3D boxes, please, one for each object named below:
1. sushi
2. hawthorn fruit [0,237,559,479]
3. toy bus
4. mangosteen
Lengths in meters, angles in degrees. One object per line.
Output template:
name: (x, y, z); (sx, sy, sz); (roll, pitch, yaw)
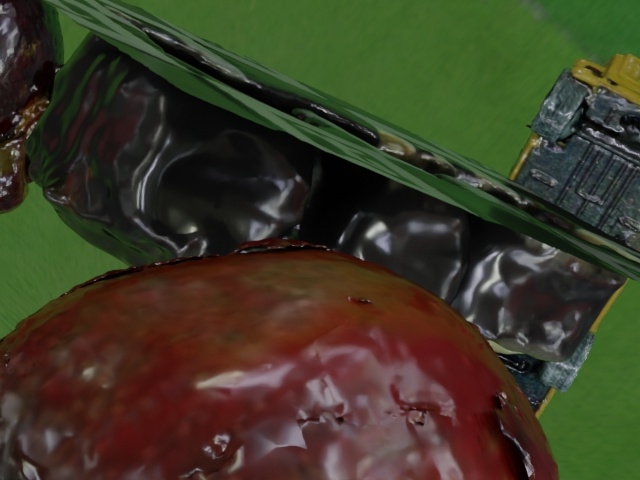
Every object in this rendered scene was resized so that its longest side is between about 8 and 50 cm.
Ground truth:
sushi: (0.000, 0.000, 0.824); (0.373, 0.296, 0.100); (21, 98, -37)
hawthorn fruit: (-0.010, 0.076, 0.606); (0.235, 0.181, 0.181); (-28, 87, -50)
toy bus: (0.171, -0.004, 1.397); (0.121, 0.335, 0.123); (29, 46, 3)
mangosteen: (-0.375, -0.148, 1.897); (0.297, 0.297, 0.293); (-25, 55, -8)
